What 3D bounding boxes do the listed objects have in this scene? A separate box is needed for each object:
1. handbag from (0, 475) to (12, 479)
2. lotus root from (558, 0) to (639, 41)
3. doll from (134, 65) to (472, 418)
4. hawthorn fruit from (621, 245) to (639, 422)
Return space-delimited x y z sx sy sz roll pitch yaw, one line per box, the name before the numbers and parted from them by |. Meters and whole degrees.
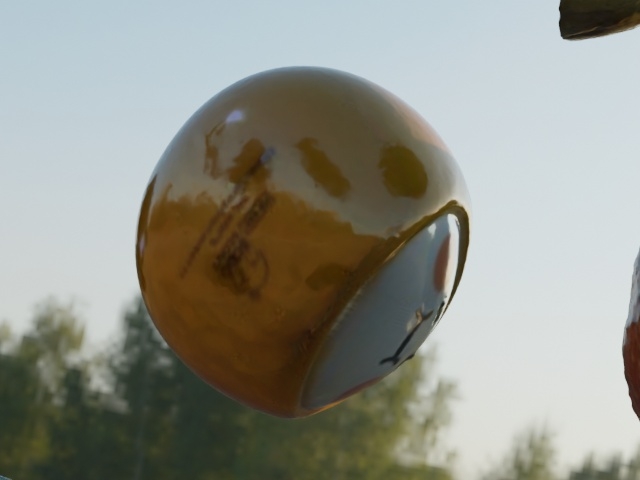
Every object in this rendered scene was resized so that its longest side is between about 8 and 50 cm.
handbag | -0.085 0.129 0.588 0.256 0.079 0.219 21 5 14
lotus root | 0.194 -0.197 0.965 0.078 0.204 0.183 19 -38 19
doll | 0.000 0.000 1.125 0.213 0.213 0.236 8 1 22
hawthorn fruit | 0.297 0.073 1.198 0.205 0.205 0.253 10 -34 12
